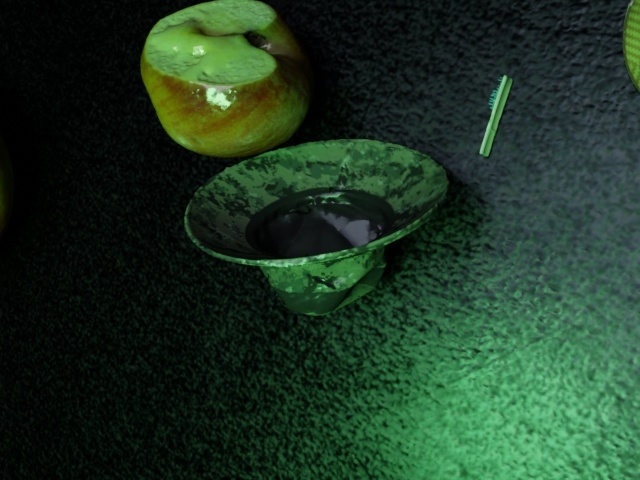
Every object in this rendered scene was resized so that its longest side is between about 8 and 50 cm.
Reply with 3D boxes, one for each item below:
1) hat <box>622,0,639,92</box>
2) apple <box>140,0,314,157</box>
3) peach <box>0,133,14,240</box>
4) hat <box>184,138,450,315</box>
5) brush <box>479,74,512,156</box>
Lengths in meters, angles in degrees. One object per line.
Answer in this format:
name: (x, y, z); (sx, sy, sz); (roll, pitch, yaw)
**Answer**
hat: (0.355, -0.190, 0.535); (0.193, 0.082, 0.192); (-2, 86, 26)
apple: (-0.096, -0.175, 0.718); (0.173, 0.160, 0.195); (-17, 53, 12)
peach: (-0.584, -0.089, 0.905); (0.308, 0.308, 0.332); (-38, 85, 20)
hat: (0.000, 0.000, 0.671); (0.266, 0.265, 0.128); (10, 124, 27)
brush: (0.176, -0.126, 0.659); (0.013, 0.016, 0.083); (19, 95, 40)
